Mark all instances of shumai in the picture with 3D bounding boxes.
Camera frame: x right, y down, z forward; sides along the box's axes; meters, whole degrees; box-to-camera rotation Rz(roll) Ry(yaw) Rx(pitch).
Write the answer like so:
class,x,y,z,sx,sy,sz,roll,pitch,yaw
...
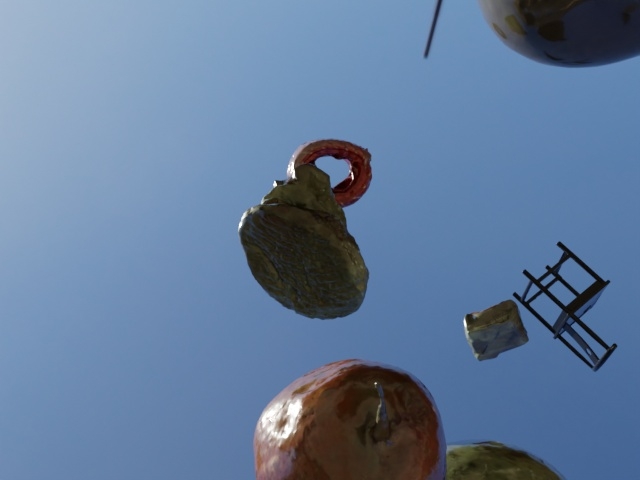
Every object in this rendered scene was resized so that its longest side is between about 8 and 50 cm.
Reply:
class,x,y,z,sx,sy,sz,roll,pitch,yaw
shumai,0.000,0.000,1.419,0.271,0.222,0.204,58,-139,-9

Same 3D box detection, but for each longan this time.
class,x,y,z,sx,sy,sz,roll,pitch,yaw
longan,0.392,-0.414,1.107,0.361,0.361,0.361,6,-136,-5

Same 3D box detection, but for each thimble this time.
class,x,y,z,sx,sy,sz,roll,pitch,yaw
thimble,0.020,-0.155,1.801,0.190,0.163,0.125,-2,-173,-7

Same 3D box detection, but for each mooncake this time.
class,x,y,z,sx,sy,sz,roll,pitch,yaw
mooncake,0.381,0.195,1.695,0.130,0.125,0.073,-18,-139,10

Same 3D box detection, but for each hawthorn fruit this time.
class,x,y,z,sx,sy,sz,roll,pitch,yaw
hawthorn fruit,0.034,0.156,0.538,0.149,0.189,0.149,5,-101,-28

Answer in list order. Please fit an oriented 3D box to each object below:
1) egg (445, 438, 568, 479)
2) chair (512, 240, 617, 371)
class,x,y,z,sx,sy,sz,roll,pitch,yaw
egg,0.213,0.493,1.197,0.345,0.428,0.345,42,-149,-34
chair,0.586,0.154,1.776,0.141,0.154,0.260,-37,-114,-16
